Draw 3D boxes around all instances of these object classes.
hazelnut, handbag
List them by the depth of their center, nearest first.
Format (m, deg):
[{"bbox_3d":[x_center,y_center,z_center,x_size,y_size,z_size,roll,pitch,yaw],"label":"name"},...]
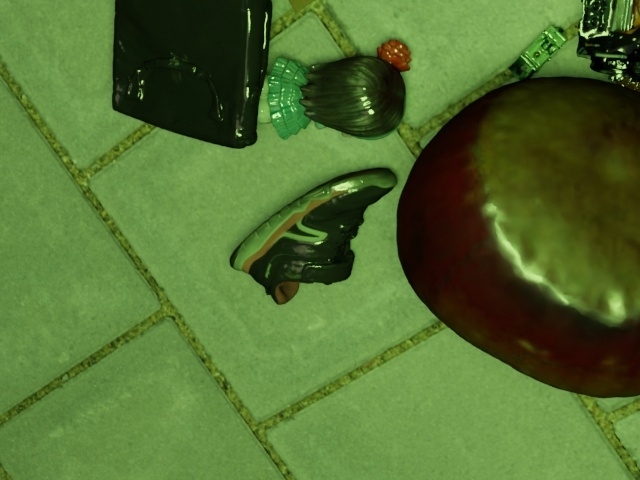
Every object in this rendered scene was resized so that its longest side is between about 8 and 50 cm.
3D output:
[{"bbox_3d":[0.311,-0.012,1.427,0.429,0.402,0.402,18,112,5],"label":"hazelnut"},{"bbox_3d":[-0.186,-0.269,1.634,0.275,0.088,0.244,17,110,32],"label":"handbag"}]

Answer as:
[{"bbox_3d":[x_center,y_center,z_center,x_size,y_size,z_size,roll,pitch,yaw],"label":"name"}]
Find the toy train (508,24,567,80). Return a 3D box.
[{"bbox_3d":[0.289,-0.248,1.522,0.033,0.053,0.083,45,117,2],"label":"toy train"}]

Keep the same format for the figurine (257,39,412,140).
[{"bbox_3d":[0.007,-0.210,1.611,0.245,0.110,0.138,3,95,26],"label":"figurine"}]

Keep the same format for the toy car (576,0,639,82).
[{"bbox_3d":[0.468,-0.274,1.407,0.301,0.118,0.193,11,94,12],"label":"toy car"}]

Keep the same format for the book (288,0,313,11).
[{"bbox_3d":[-0.032,-0.424,1.605,0.118,0.012,0.172,-29,95,25],"label":"book"}]

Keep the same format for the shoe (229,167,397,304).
[{"bbox_3d":[0.000,0.000,1.671,0.291,0.114,0.137,-36,87,28],"label":"shoe"}]

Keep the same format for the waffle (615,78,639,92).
[{"bbox_3d":[0.426,-0.196,1.504,0.083,0.029,0.075,-30,96,23],"label":"waffle"}]
